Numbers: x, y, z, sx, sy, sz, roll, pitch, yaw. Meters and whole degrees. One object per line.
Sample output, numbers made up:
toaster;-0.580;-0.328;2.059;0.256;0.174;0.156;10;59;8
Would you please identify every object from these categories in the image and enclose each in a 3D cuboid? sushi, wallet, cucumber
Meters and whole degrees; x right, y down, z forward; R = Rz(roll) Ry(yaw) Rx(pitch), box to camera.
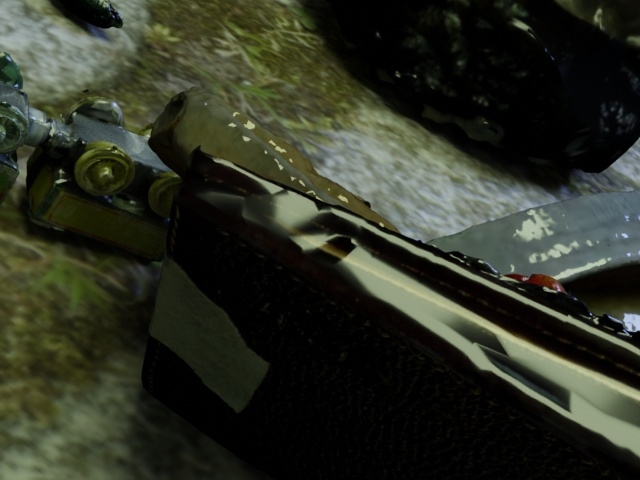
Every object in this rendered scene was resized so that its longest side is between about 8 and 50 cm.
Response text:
sushi;0.193;-0.252;1.034;0.328;0.285;0.328;34;32;6
wallet;0.045;0.080;0.525;0.262;0.221;0.071;29;65;2
cucumber;-0.197;-0.210;0.882;0.033;0.036;0.184;-18;55;-39

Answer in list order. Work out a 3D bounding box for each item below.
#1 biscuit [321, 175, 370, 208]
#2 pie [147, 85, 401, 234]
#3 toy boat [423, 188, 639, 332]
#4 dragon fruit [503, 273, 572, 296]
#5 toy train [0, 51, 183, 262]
biscuit;-0.002;0.024;0.727;0.064;0.034;0.199;23;32;-14
pie;0.000;0.000;0.610;0.195;0.046;0.195;39;-3;3
toy boat;0.214;0.087;0.768;0.276;0.111;0.293;-22;68;-41
dragon fruit;0.100;0.080;0.646;0.112;0.126;0.068;9;-5;27
toy train;-0.153;-0.044;0.658;0.202;0.081;0.060;20;34;-30
